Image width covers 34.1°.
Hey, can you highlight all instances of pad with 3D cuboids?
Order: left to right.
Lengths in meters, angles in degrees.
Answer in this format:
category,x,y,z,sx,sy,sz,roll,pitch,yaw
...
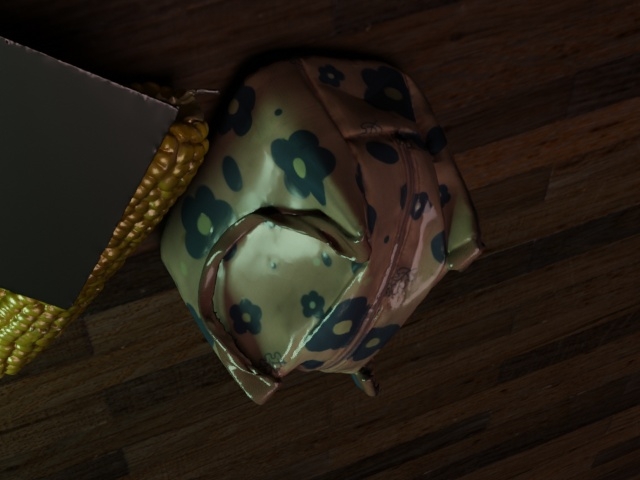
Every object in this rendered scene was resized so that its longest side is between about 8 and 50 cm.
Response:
category,x,y,z,sx,sy,sz,roll,pitch,yaw
pad,-0.267,-0.065,0.668,0.300,0.005,0.202,20,125,-23

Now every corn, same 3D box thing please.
category,x,y,z,sx,sy,sz,roll,pitch,yaw
corn,-0.191,-0.009,0.794,0.310,0.101,0.101,-45,141,22

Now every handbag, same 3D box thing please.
category,x,y,z,sx,sy,sz,roll,pitch,yaw
handbag,0.000,0.000,0.851,0.190,0.193,0.251,-1,137,-39
